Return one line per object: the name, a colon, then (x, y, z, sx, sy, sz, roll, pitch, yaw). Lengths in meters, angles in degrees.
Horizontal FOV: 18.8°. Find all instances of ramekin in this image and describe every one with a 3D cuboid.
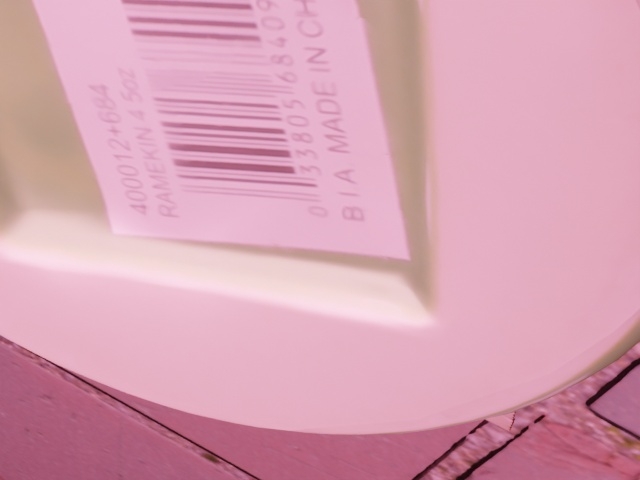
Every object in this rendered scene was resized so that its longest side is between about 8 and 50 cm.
ramekin: (-0.015, -0.083, 0.521, 0.303, 0.148, 0.303, 12, 139, 11)

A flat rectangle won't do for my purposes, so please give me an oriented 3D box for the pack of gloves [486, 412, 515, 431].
pack of gloves: (0.000, 0.000, 0.923, 0.232, 0.046, 0.195, 26, 165, 12)
